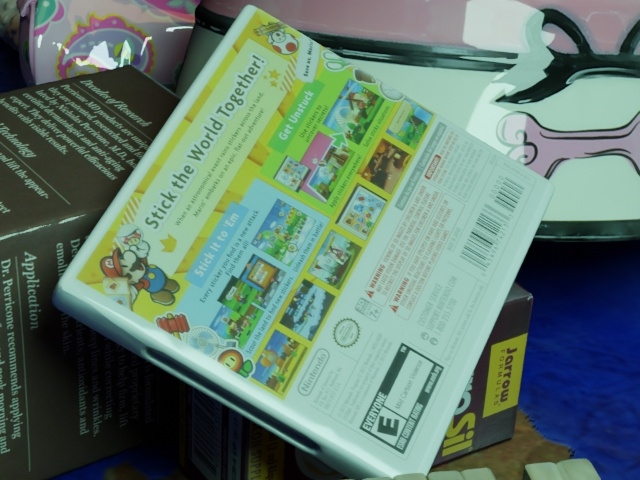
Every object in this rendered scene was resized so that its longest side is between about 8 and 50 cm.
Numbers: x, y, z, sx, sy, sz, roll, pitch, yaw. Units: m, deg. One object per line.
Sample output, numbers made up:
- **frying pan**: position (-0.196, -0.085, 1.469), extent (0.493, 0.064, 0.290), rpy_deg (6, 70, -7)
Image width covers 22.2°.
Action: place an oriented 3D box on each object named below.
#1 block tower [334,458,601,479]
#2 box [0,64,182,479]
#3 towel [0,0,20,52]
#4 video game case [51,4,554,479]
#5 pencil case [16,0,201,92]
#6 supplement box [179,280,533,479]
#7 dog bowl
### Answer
- **block tower**: position (-0.008, 0.175, 0.764), extent (0.335, 0.091, 0.097), rpy_deg (-4, 29, -12)
- **box**: position (-0.156, 0.018, 0.952), extent (0.203, 0.168, 0.167), rpy_deg (-17, 35, -32)
- **towel**: position (-0.185, -0.258, 1.571), extent (0.317, 0.053, 0.332), rpy_deg (-13, 32, -25)
- **video game case**: position (0.000, 0.000, 0.872), extent (0.206, 0.026, 0.227), rpy_deg (31, 54, -2)
- **pencil case**: position (-0.103, -0.164, 1.338), extent (0.284, 0.124, 0.124), rpy_deg (-4, 30, -11)
- **supplement box**: position (0.019, 0.078, 0.924), extent (0.188, 0.104, 0.081), rpy_deg (-15, 34, -29)
- **dog bowl**: position (0.092, -0.116, 1.132), extent (0.408, 0.150, 0.408), rpy_deg (5, 13, -1)
